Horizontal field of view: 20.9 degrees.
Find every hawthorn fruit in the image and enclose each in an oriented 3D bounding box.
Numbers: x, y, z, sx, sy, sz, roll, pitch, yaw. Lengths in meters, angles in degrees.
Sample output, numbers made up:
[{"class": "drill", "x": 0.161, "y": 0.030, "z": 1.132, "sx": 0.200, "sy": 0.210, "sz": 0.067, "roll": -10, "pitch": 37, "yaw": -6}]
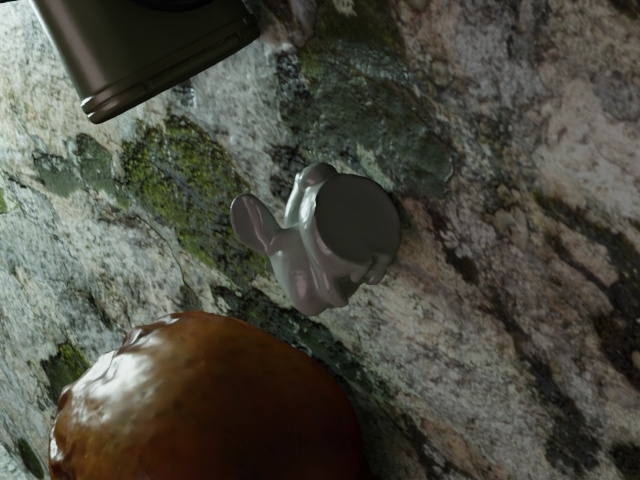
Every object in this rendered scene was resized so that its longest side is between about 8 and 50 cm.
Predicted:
[{"class": "hawthorn fruit", "x": -0.168, "y": 0.314, "z": 2.349, "sx": 0.471, "sy": 0.471, "sz": 0.472, "roll": 35, "pitch": 144, "yaw": 31}]

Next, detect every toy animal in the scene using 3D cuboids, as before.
[{"class": "toy animal", "x": 0.001, "y": -0.008, "z": 2.087, "sx": 0.179, "sy": 0.127, "sz": 0.193, "roll": 61, "pitch": 151, "yaw": -3}]

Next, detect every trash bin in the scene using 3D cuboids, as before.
[{"class": "trash bin", "x": -0.222, "y": -0.294, "z": 2.025, "sx": 0.247, "sy": 0.243, "sz": 0.121, "roll": 62, "pitch": 151, "yaw": -4}]

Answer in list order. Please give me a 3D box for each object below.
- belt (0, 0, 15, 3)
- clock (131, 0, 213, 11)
[{"class": "belt", "x": -0.472, "y": -0.429, "z": 2.345, "sx": 0.126, "sy": 0.139, "sz": 0.231, "roll": 9, "pitch": 128, "yaw": 50}, {"class": "clock", "x": -0.171, "y": -0.345, "z": 1.960, "sx": 0.184, "sy": 0.184, "sz": 0.040, "roll": 54, "pitch": 158, "yaw": 4}]
